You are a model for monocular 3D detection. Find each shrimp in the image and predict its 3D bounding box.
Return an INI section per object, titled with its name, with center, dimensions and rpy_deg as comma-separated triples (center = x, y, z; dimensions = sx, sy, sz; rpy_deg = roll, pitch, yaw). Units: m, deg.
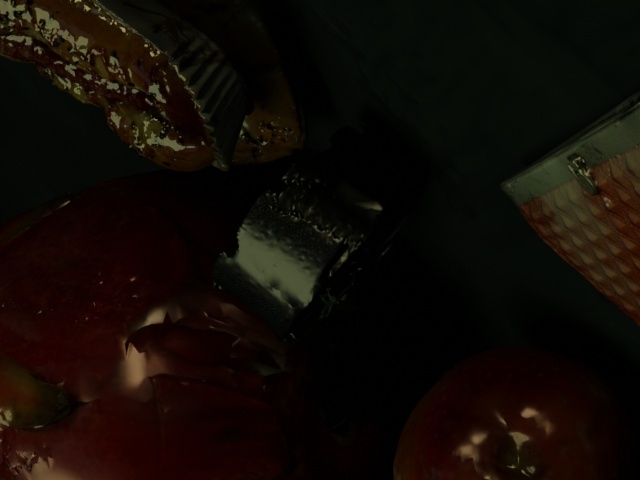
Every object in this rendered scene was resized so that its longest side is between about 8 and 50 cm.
[shrimp]
center = -0.107, -0.122, 1.001
dimensions = 0.290, 0.054, 0.222
rpy_deg = 14, 149, 53

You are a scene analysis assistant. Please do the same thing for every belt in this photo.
[belt]
center = 0.000, 0.000, 0.956
dimensions = 0.058, 0.105, 0.140
rpy_deg = 43, 179, 5

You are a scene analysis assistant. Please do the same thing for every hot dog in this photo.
[hot dog]
center = -0.117, -0.096, 0.917
dimensions = 0.191, 0.059, 0.108
rpy_deg = 30, 161, 13

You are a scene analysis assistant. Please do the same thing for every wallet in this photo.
[wallet]
center = 0.127, -0.001, 0.715
dimensions = 0.103, 0.020, 0.196
rpy_deg = 45, 169, -2

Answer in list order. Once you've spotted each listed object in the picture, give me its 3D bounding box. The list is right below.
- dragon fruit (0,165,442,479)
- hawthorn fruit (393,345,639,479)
[dragon fruit]
center = -0.084, 0.103, 1.155
dimensions = 0.302, 0.295, 0.295
rpy_deg = -7, 134, 39
[hawthorn fruit]
center = 0.096, 0.114, 0.961
dimensions = 0.133, 0.133, 0.138
rpy_deg = 40, 166, 19
